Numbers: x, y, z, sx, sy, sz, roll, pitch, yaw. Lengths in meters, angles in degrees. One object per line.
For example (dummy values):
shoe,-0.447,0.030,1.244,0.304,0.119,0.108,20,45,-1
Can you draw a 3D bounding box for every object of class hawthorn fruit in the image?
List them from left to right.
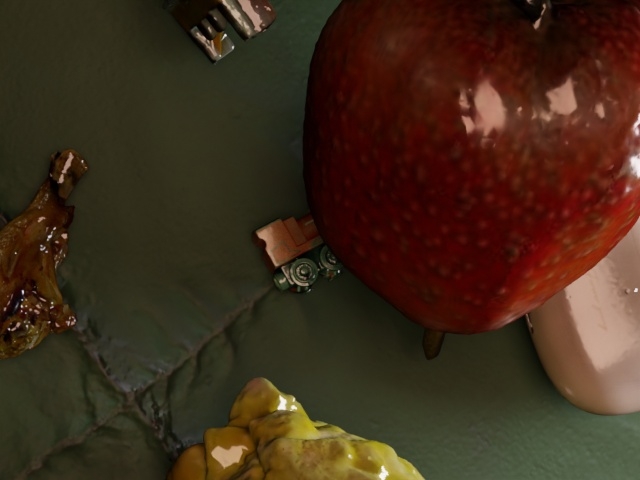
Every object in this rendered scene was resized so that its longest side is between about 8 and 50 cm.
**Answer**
hawthorn fruit,0.122,-0.056,1.363,0.285,0.284,0.368,5,119,-10

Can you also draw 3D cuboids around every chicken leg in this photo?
chicken leg,-0.223,0.013,1.423,0.093,0.070,0.178,23,72,-14

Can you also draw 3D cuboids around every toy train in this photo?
toy train,0.000,0.000,1.474,0.103,0.044,0.064,-27,80,-11

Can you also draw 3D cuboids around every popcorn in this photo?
popcorn,-0.008,0.243,1.374,0.212,0.259,0.259,29,80,-32

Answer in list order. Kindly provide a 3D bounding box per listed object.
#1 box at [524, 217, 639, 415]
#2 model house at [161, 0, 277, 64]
box,0.240,0.045,1.489,0.146,0.088,0.200,-15,89,-10
model house,-0.059,-0.285,1.403,0.224,0.198,0.215,-37,99,-11
